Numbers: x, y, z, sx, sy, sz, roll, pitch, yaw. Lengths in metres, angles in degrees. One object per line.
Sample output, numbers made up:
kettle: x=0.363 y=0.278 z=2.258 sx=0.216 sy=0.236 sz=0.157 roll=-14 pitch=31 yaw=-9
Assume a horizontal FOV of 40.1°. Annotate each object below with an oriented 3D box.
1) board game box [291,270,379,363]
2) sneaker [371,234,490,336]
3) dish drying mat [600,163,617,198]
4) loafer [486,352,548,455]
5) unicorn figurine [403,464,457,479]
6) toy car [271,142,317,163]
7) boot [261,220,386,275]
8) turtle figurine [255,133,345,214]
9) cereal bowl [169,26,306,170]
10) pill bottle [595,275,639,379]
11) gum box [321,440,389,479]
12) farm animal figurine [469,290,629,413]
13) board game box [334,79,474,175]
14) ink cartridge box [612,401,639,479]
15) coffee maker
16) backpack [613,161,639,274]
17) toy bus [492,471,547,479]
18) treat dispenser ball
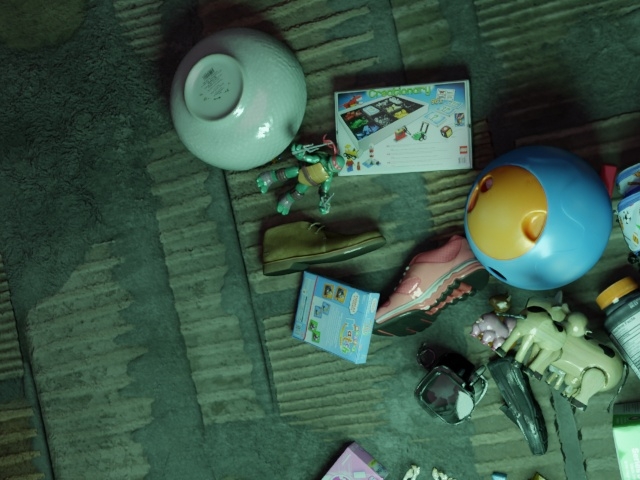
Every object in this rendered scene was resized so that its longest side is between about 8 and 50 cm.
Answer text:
board game box: x=0.031 y=0.170 z=1.980 sx=0.211 sy=0.039 sz=0.160 roll=17 pitch=98 yaw=45
sneaker: x=0.225 y=0.103 z=1.938 sx=0.313 sy=0.116 sz=0.136 roll=-34 pitch=53 yaw=23
dish drying mat: x=0.598 y=-0.116 z=1.836 sx=0.032 sy=0.008 sz=0.083 roll=12 pitch=97 yaw=19
loafer: x=0.424 y=0.354 z=1.880 sx=0.078 sy=0.076 sz=0.223 roll=-24 pitch=79 yaw=23
unicorn figurine: x=0.217 y=0.561 z=1.962 sx=0.161 sy=0.060 sz=0.111 roll=10 pitch=94 yaw=19
toy car: x=-0.062 y=-0.208 z=2.043 sx=0.122 sy=0.040 sz=0.060 roll=11 pitch=120 yaw=16
boot: x=0.000 y=0.000 z=2.001 sx=0.305 sy=0.112 sz=0.115 roll=-11 pitch=78 yaw=21
turtle figurine: x=-0.023 y=-0.143 z=1.973 sx=0.234 sy=0.118 sz=0.175 roll=-21 pitch=104 yaw=36
cereal bowl: x=-0.211 y=-0.333 z=2.020 sx=0.338 sy=0.141 sz=0.339 roll=-2 pitch=86 yaw=23
pill bottle: x=0.657 y=0.193 z=1.751 sx=0.130 sy=0.130 sz=0.246 roll=-38 pitch=67 yaw=16
gum box: x=0.056 y=0.572 z=2.016 sx=0.107 sy=0.062 sz=0.188 roll=40 pitch=103 yaw=14
farm animal figurine: x=0.456 y=0.192 z=1.700 sx=0.326 sy=0.330 sz=0.172 roll=35 pitch=91 yaw=-2
board game box: x=0.186 y=-0.247 z=1.950 sx=0.305 sy=0.053 sz=0.193 roll=-1 pitch=92 yaw=19
ink cartridge box: x=0.725 y=0.379 z=1.700 sx=0.289 sy=0.211 sz=0.122 roll=-11 pitch=88 yaw=19
coffee maker: x=0.262 y=0.308 z=1.876 sx=0.171 sy=0.178 sz=0.120 roll=18 pitch=97 yaw=18
backpack: x=0.689 y=-0.070 z=1.671 sx=0.276 sy=0.263 sz=0.213 roll=-29 pitch=84 yaw=18
toy bus: x=0.439 y=0.600 z=1.863 sx=0.190 sy=0.104 sz=0.202 roll=-11 pitch=88 yaw=19
treat dispenser ball: x=0.432 y=-0.046 z=1.748 sx=0.288 sy=0.288 sz=0.288 roll=1 pitch=92 yaw=19
